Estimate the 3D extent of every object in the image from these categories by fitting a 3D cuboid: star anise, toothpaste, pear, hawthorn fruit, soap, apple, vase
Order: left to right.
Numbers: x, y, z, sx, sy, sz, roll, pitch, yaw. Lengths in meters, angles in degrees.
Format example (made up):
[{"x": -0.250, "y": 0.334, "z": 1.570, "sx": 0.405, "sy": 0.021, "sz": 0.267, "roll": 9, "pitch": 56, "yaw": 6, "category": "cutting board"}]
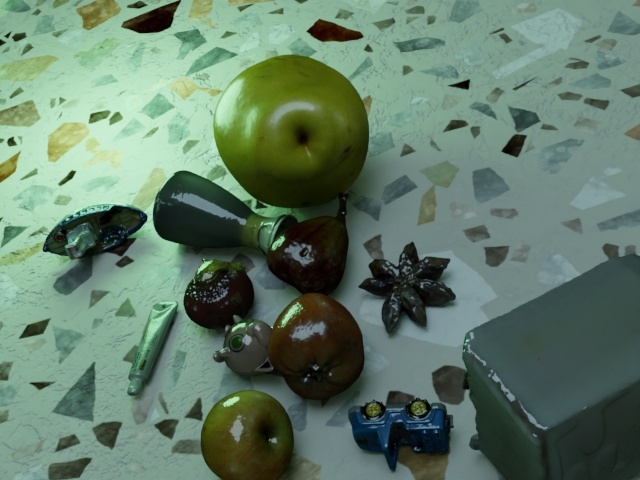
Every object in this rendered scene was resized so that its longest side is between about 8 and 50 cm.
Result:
[{"x": -0.369, "y": 0.229, "z": 1.976, "sx": 0.067, "sy": 0.037, "sz": 0.255, "roll": -7, "pitch": 43, "yaw": 19, "category": "toothpaste"}, {"x": -0.214, "y": -0.040, "z": 2.107, "sx": 0.321, "sy": 0.173, "sz": 0.173, "roll": 19, "pitch": 56, "yaw": 24, "category": "vase"}, {"x": -0.137, "y": 0.367, "z": 1.683, "sx": 0.155, "sy": 0.182, "sz": 0.182, "roll": -22, "pitch": 35, "yaw": 42, "category": "apple"}, {"x": -0.066, "y": -0.246, "z": 2.095, "sx": 0.362, "sy": 0.363, "sz": 0.418, "roll": -23, "pitch": 16, "yaw": -4, "category": "pear"}, {"x": -0.009, "y": 0.187, "z": 1.797, "sx": 0.199, "sy": 0.199, "sz": 0.251, "roll": -13, "pitch": 32, "yaw": 6, "category": "hawthorn fruit"}, {"x": 0.189, "y": 0.088, "z": 1.904, "sx": 0.196, "sy": 0.073, "sz": 0.212, "roll": -28, "pitch": 48, "yaw": -5, "category": "star anise"}, {"x": 0.469, "y": 0.230, "z": 1.488, "sx": 0.435, "sy": 0.350, "sz": 0.213, "roll": -27, "pitch": 45, "yaw": -12, "category": "soap"}]

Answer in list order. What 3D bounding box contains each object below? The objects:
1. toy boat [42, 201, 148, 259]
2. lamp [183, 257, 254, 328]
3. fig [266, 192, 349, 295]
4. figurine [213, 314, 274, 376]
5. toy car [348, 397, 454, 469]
[{"x": -0.546, "y": -0.018, "z": 2.209, "sx": 0.262, "sy": 0.114, "sz": 0.115, "roll": -24, "pitch": 32, "yaw": -11, "category": "toy boat"}, {"x": -0.224, "y": 0.112, "z": 1.971, "sx": 0.156, "sy": 0.135, "sz": 0.157, "roll": -24, "pitch": 47, "yaw": -4, "category": "lamp"}, {"x": -0.001, "y": 0.001, "z": 1.995, "sx": 0.170, "sy": 0.146, "sz": 0.274, "roll": 23, "pitch": 57, "yaw": 16, "category": "fig"}, {"x": -0.142, "y": 0.215, "z": 1.855, "sx": 0.138, "sy": 0.125, "sz": 0.125, "roll": -2, "pitch": 47, "yaw": 24, "category": "figurine"}, {"x": 0.145, "y": 0.352, "z": 1.649, "sx": 0.191, "sy": 0.097, "sz": 0.100, "roll": -4, "pitch": 48, "yaw": 14, "category": "toy car"}]
